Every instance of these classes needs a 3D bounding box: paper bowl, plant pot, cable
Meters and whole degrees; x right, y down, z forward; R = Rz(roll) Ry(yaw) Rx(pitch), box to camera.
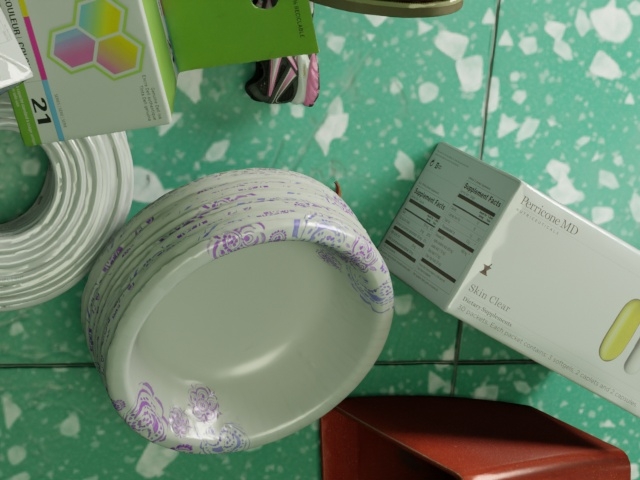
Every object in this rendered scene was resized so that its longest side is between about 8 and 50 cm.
[{"bbox_3d":[-0.085,0.054,1.768,0.284,0.148,0.284,-15,133,-17],"label":"paper bowl"},{"bbox_3d":[0.170,0.297,1.905,0.236,0.267,0.267,-11,108,-28],"label":"plant pot"},{"bbox_3d":[-0.298,-0.062,1.722,0.257,0.089,0.257,-30,112,-10],"label":"cable"}]

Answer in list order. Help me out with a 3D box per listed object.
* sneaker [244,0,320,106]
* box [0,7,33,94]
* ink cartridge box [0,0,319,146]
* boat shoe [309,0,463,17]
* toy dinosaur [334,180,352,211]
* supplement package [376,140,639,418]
[{"bbox_3d":[-0.046,-0.211,1.784,0.077,0.072,0.178,-7,101,-8],"label":"sneaker"},{"bbox_3d":[-0.392,-0.148,1.549,0.087,0.290,0.169,-32,99,-52],"label":"box"},{"bbox_3d":[-0.143,-0.198,1.576,0.255,0.097,0.188,-8,123,7],"label":"ink cartridge box"},{"bbox_3d":[-0.008,-0.283,1.659,0.111,0.307,0.104,-31,137,-54],"label":"boat shoe"},{"bbox_3d":[0.000,0.000,1.884,0.082,0.047,0.090,-25,78,-3],"label":"toy dinosaur"},{"bbox_3d":[0.222,0.038,1.870,0.262,0.204,0.145,28,93,-23],"label":"supplement package"}]
